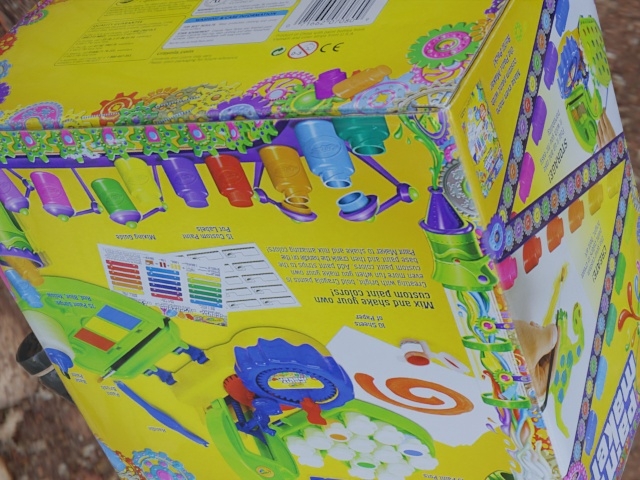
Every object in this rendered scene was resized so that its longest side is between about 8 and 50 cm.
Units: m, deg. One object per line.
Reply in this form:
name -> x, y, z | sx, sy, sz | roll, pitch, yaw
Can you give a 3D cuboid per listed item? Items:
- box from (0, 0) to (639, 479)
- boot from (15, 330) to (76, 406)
box -> 0.000, 0.000, 0.701 | 0.177, 0.290, 0.279 | -58, 138, -42
boot -> -0.167, 0.095, 1.259 | 0.198, 0.077, 0.137 | -33, 117, 12
